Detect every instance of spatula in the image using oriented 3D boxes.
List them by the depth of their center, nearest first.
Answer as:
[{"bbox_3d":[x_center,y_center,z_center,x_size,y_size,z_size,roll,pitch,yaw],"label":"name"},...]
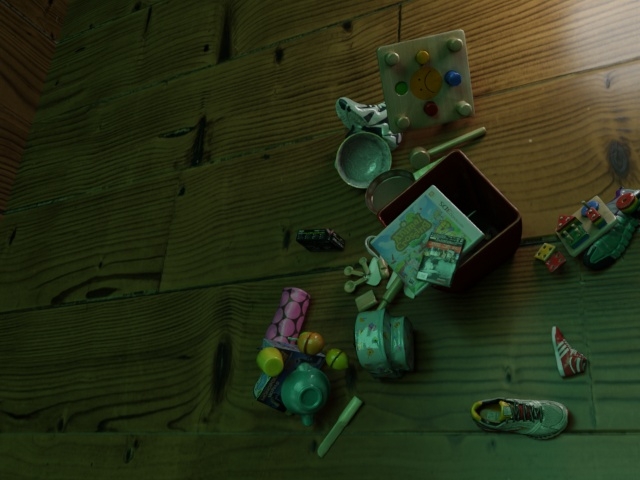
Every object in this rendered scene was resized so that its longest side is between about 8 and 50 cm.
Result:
[{"bbox_3d":[0.238,0.032,1.892,0.168,0.019,0.242,16,75,37],"label":"spatula"}]

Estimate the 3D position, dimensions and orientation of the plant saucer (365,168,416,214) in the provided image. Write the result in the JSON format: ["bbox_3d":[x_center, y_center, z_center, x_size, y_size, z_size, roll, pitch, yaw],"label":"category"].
[{"bbox_3d":[0.216,-0.136,1.975,0.168,0.029,0.168,-11,58,18],"label":"plant saucer"}]

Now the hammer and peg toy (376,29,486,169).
[{"bbox_3d":[0.321,-0.407,1.939,0.266,0.361,0.127,-13,20,1],"label":"hammer and peg toy"}]

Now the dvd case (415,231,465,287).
[{"bbox_3d":[0.277,0.043,1.536,0.087,0.013,0.119,12,73,32],"label":"dvd case"}]

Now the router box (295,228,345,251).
[{"bbox_3d":[0.000,0.000,2.009,0.122,0.092,0.038,-1,66,31],"label":"router box"}]

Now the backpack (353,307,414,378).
[{"bbox_3d":[0.163,0.262,1.713,0.144,0.188,0.166,-11,60,27],"label":"backpack"}]

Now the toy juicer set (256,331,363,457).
[{"bbox_3d":[-0.006,0.382,1.767,0.209,0.329,0.089,-34,14,-8],"label":"toy juicer set"}]

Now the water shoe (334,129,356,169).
[{"bbox_3d":[0.108,-0.304,2.126,0.203,0.073,0.080,-53,29,-6],"label":"water shoe"}]

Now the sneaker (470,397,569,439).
[{"bbox_3d":[0.450,0.404,1.523,0.225,0.093,0.088,-9,62,27],"label":"sneaker"}]

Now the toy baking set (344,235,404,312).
[{"bbox_3d":[0.164,0.081,1.881,0.256,0.030,0.197,-52,51,1],"label":"toy baking set"}]

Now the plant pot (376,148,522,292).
[{"bbox_3d":[0.352,-0.017,1.704,0.267,0.236,0.267,-39,55,8],"label":"plant pot"}]

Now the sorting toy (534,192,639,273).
[{"bbox_3d":[0.625,-0.039,1.616,0.274,0.046,0.132,-44,19,22],"label":"sorting toy"}]

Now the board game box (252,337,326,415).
[{"bbox_3d":[-0.105,0.356,1.822,0.060,0.194,0.194,26,80,51],"label":"board game box"}]

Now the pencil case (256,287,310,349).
[{"bbox_3d":[-0.106,0.241,1.958,0.098,0.095,0.209,0,63,54],"label":"pencil case"}]

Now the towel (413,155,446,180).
[{"bbox_3d":[0.343,-0.154,1.905,0.113,0.023,0.152,-27,65,13],"label":"towel"}]

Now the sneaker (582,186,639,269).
[{"bbox_3d":[0.701,-0.030,1.618,0.223,0.083,0.098,-52,23,2],"label":"sneaker"}]

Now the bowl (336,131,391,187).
[{"bbox_3d":[0.127,-0.249,2.045,0.170,0.170,0.080,-45,12,4],"label":"bowl"}]

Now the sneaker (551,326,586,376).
[{"bbox_3d":[0.579,0.254,1.552,0.067,0.042,0.118,-17,66,28],"label":"sneaker"}]

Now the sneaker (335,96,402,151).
[{"bbox_3d":[0.165,-0.397,2.048,0.153,0.235,0.094,-64,11,-25],"label":"sneaker"}]

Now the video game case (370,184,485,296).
[{"bbox_3d":[0.251,-0.002,1.594,0.212,0.023,0.193,-43,55,6],"label":"video game case"}]
